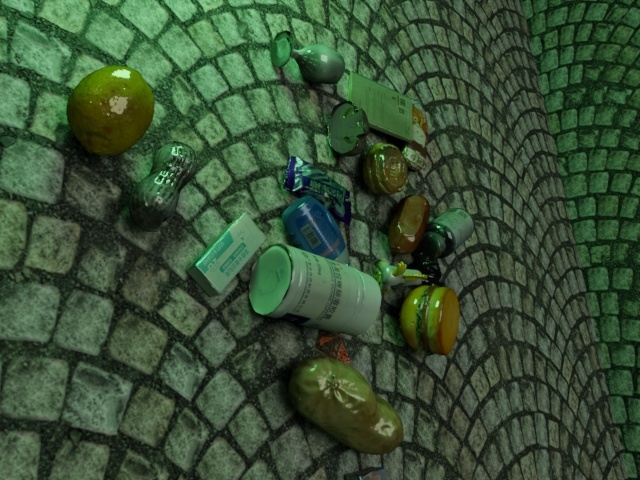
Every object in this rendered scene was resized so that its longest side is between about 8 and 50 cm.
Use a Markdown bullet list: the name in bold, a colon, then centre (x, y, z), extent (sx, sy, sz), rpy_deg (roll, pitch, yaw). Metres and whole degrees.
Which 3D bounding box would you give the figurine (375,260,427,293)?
- **figurine**: centre (0.269, 0.124, 1.757), extent (0.178, 0.130, 0.109), rpy_deg (19, 59, -39)

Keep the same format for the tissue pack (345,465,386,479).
- **tissue pack**: centre (0.132, 0.710, 1.451), extent (0.116, 0.065, 0.155), rpy_deg (9, 68, -45)

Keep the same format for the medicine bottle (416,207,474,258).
- **medicine bottle**: centre (0.462, -0.020, 1.987), extent (0.293, 0.141, 0.141), rpy_deg (-29, 96, -50)

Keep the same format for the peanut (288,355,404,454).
- **peanut**: centre (0.077, 0.438, 1.404), extent (0.387, 0.192, 0.169), rpy_deg (42, 42, -26)

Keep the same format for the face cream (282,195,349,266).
- **face cream**: centre (0.000, 0.000, 1.558), extent (0.149, 0.083, 0.264), rpy_deg (-41, 110, -25)

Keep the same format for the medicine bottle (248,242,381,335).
- **medicine bottle**: centre (-0.007, 0.139, 1.428), extent (0.332, 0.190, 0.189), rpy_deg (20, 62, -38)

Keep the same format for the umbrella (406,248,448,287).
- **umbrella**: centre (0.390, 0.148, 1.880), extent (0.110, 0.122, 0.272), rpy_deg (-41, 115, -23)

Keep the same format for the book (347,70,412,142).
- **book**: centre (0.226, -0.495, 1.969), extent (0.283, 0.025, 0.214), rpy_deg (18, 62, -24)

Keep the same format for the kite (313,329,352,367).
- **kite**: centre (0.022, 0.293, 1.539), extent (0.125, 0.008, 0.222), rpy_deg (-18, 88, -44)

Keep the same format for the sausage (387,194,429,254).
- **sausage**: centre (0.309, -0.057, 1.866), extent (0.133, 0.133, 0.258), rpy_deg (42, 52, -27)

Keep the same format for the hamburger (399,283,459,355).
- **hamburger**: centre (0.353, 0.261, 1.756), extent (0.246, 0.170, 0.246), rpy_deg (-15, 107, -60)

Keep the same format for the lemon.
- **lemon**: centre (-0.455, -0.284, 1.158), extent (0.170, 0.170, 0.207), rpy_deg (45, 54, -25)

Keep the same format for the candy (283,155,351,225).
- **candy**: centre (-0.002, -0.154, 1.637), extent (0.275, 0.070, 0.145), rpy_deg (28, 50, -31)

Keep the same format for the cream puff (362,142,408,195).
- **cream puff**: centre (0.214, -0.247, 1.840), extent (0.189, 0.129, 0.189), rpy_deg (7, 80, -43)

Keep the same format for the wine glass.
- **wine glass**: centre (-0.036, -0.585, 1.718), extent (0.241, 0.126, 0.126), rpy_deg (5, 72, -41)

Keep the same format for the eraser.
- **eraser**: centre (-0.233, 0.034, 1.343), extent (0.095, 0.052, 0.225), rpy_deg (51, 47, -16)

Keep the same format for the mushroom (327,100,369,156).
- **mushroom**: centre (0.100, -0.364, 1.769), extent (0.117, 0.141, 0.188), rpy_deg (21, 62, -64)

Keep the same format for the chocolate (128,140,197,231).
- **chocolate**: centre (-0.366, -0.130, 1.231), extent (0.110, 0.110, 0.248), rpy_deg (39, 48, -29)

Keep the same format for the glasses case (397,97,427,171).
- **glasses case**: centre (0.361, -0.416, 2.083), extent (0.122, 0.082, 0.321), rpy_deg (27, 58, -37)
